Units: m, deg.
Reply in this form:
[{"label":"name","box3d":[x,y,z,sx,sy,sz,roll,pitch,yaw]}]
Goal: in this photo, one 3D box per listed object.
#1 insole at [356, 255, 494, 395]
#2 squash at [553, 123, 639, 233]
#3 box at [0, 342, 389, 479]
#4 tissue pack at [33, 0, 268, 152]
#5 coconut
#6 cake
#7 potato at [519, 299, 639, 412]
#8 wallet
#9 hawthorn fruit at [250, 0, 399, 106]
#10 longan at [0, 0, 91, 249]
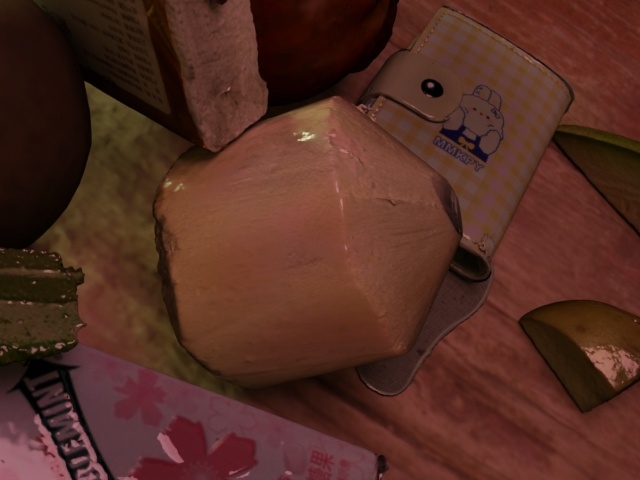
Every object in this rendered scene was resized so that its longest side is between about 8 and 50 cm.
[{"label":"insole","box3d":[0.109,0.073,0.965,0.080,0.003,0.232,41,53,6]},{"label":"squash","box3d":[0.425,-0.030,1.150,0.111,0.203,0.288,-30,39,-34]},{"label":"box","box3d":[-0.136,0.196,0.714,0.369,0.112,0.190,21,54,-9]},{"label":"tissue pack","box3d":[-0.152,-0.189,0.754,0.226,0.183,0.092,29,58,31]},{"label":"coconut","box3d":[0.000,0.000,0.809,0.244,0.239,0.239,-14,59,11]},{"label":"cake","box3d":[-0.283,0.042,0.632,0.235,0.099,0.100,-10,48,-8]},{"label":"potato","box3d":[0.304,0.091,0.988,0.149,0.081,0.120,-24,73,-33]},{"label":"wallet","box3d":[0.152,-0.124,1.071,0.223,0.077,0.310,36,53,-1]},{"label":"hawthorn fruit","box3d":[-0.072,-0.350,0.944,0.402,0.403,0.403,11,55,-16]},{"label":"longan","box3d":[-0.309,-0.089,0.740,0.258,0.258,0.258,11,55,-16]}]
